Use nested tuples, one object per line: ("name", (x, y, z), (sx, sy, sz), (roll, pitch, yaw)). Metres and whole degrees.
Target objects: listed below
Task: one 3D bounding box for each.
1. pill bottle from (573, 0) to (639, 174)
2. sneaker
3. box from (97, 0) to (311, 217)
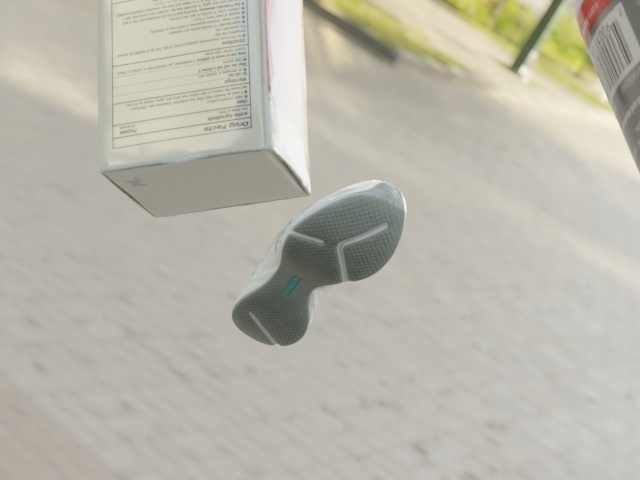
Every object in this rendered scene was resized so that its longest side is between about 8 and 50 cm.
("pill bottle", (0.322, -0.044, 1.239), (0.210, 0.210, 0.363), (12, 53, -58))
("sneaker", (0.000, 0.000, 1.048), (0.054, 0.152, 0.061), (32, 50, -14))
("box", (-0.097, -0.152, 1.594), (0.148, 0.232, 0.127), (-7, -19, 15))
